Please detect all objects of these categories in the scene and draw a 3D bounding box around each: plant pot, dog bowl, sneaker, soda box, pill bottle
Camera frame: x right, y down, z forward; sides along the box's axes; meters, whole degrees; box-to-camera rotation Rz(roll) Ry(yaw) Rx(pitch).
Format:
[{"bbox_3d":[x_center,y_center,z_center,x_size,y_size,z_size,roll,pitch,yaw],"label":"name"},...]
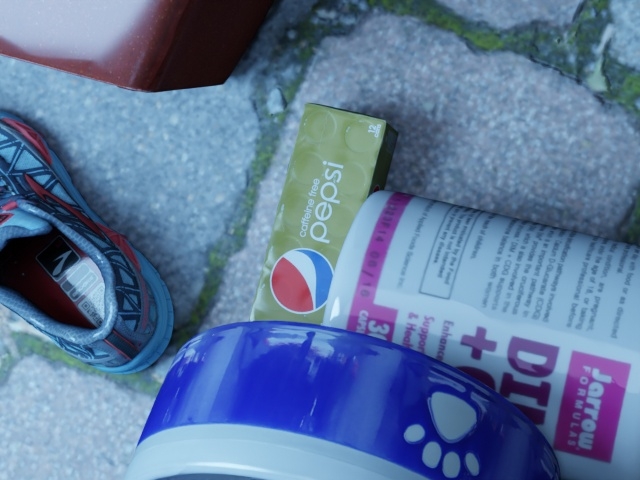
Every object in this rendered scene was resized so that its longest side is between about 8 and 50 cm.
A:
[{"bbox_3d":[-0.145,-0.234,1.335,0.267,0.267,0.236,15,99,12],"label":"plant pot"},{"bbox_3d":[0.013,0.161,1.248,0.265,0.265,0.104,13,61,12],"label":"dog bowl"},{"bbox_3d":[-0.211,-0.015,1.384,0.262,0.125,0.104,39,92,12],"label":"sneaker"},{"bbox_3d":[0.000,0.000,1.376,0.061,0.058,0.181,14,87,12],"label":"soda box"},{"bbox_3d":[0.152,0.072,1.287,0.283,0.160,0.160,12,87,12],"label":"pill bottle"}]
